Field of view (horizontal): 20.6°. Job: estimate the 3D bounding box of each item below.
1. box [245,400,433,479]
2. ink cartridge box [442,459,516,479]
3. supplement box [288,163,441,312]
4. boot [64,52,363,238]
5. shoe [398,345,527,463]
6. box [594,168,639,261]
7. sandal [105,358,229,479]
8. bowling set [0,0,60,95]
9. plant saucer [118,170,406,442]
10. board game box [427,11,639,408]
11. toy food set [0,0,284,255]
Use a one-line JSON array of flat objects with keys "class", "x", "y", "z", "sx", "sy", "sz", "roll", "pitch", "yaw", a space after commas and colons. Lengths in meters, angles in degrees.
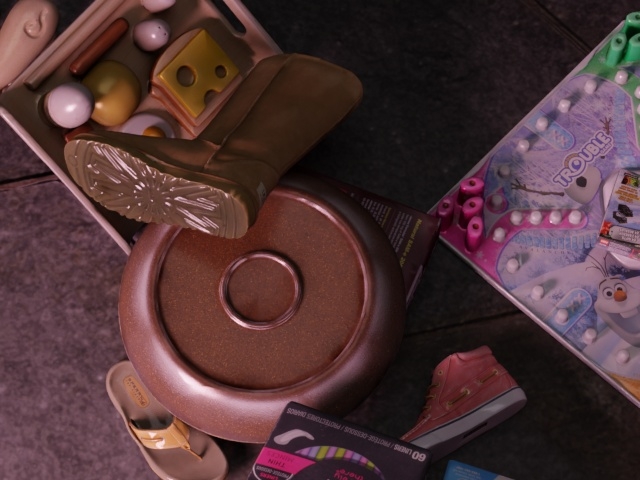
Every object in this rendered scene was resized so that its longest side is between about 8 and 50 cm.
[{"class": "box", "x": -0.012, "y": 0.318, "z": 1.724, "sx": 0.165, "sy": 0.143, "sz": 0.270, "roll": 17, "pitch": 47, "yaw": 12}, {"class": "ink cartridge box", "x": 0.154, "y": 0.331, "z": 1.816, "sx": 0.104, "sy": 0.060, "sz": 0.180, "roll": 18, "pitch": 65, "yaw": 6}, {"class": "supplement box", "x": 0.000, "y": 0.000, "z": 1.962, "sx": 0.239, "sy": 0.073, "sz": 0.130, "roll": 22, "pitch": 68, "yaw": 9}, {"class": "boot", "x": -0.113, "y": -0.119, "z": 1.914, "sx": 0.236, "sy": 0.089, "sz": 0.269, "roll": 21, "pitch": 43, "yaw": 15}, {"class": "shoe", "x": 0.130, "y": 0.181, "z": 1.889, "sx": 0.178, "sy": 0.063, "sz": 0.081, "roll": -26, "pitch": 67, "yaw": -20}, {"class": "box", "x": 0.383, "y": -0.016, "z": 1.954, "sx": 0.137, "sy": 0.027, "sz": 0.094, "roll": 19, "pitch": 64, "yaw": 7}, {"class": "sandal", "x": -0.169, "y": 0.194, "z": 1.876, "sx": 0.072, "sy": 0.049, "sz": 0.180, "roll": -34, "pitch": 70, "yaw": -17}, {"class": "bowling set", "x": -0.380, "y": -0.211, "z": 2.021, "sx": 0.287, "sy": 0.200, "sz": 0.154, "roll": 38, "pitch": 76, "yaw": -25}, {"class": "plant saucer", "x": -0.063, "y": 0.059, "z": 1.875, "sx": 0.310, "sy": 0.050, "sz": 0.311, "roll": 0, "pitch": 69, "yaw": 0}, {"class": "board game box", "x": 0.387, "y": -0.034, "z": 2.006, "sx": 0.390, "sy": 0.050, "sz": 0.390, "roll": 41, "pitch": 70, "yaw": 16}, {"class": "toy food set", "x": -0.190, "y": -0.167, "z": 1.965, "sx": 0.220, "sy": 0.092, "sz": 0.306, "roll": 49, "pitch": 68, "yaw": -19}]
